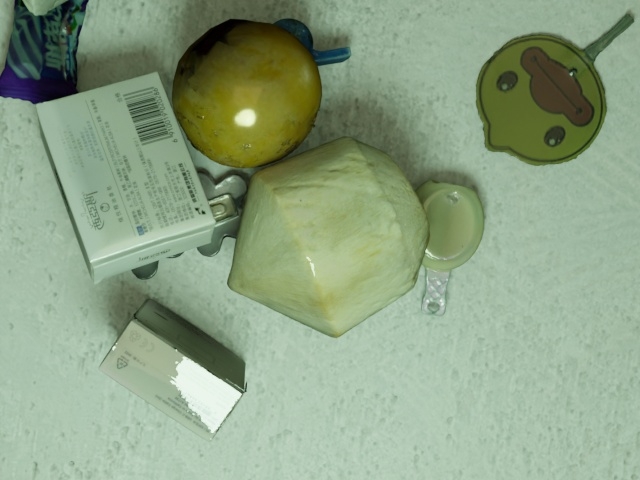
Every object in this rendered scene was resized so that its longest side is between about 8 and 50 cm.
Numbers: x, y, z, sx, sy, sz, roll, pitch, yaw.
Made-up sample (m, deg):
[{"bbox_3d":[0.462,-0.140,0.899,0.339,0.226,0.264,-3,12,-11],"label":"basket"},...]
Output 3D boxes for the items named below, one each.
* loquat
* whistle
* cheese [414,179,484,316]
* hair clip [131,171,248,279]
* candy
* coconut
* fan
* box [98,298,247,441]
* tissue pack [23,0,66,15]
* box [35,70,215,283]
[{"bbox_3d":[-0.116,-0.224,1.722,0.235,0.235,0.235,0,93,-4],"label":"loquat"},{"bbox_3d":[-0.034,-0.325,1.830,0.158,0.090,0.090,-12,94,-15],"label":"whistle"},{"bbox_3d":[0.201,0.014,1.870,0.137,0.064,0.227,7,93,-3],"label":"cheese"},{"bbox_3d":[-0.235,-0.031,1.837,0.257,0.075,0.146,-18,79,-10],"label":"hair clip"},{"bbox_3d":[-0.439,-0.343,1.809,0.145,0.070,0.275,10,96,2],"label":"candy"},{"bbox_3d":[0.000,0.000,1.743,0.328,0.329,0.329,0,93,-4],"label":"coconut"},{"bbox_3d":[0.407,-0.265,1.896,0.335,0.011,0.229,-42,95,1],"label":"fan"},{"bbox_3d":[-0.224,0.195,1.755,0.203,0.252,0.106,33,93,-5],"label":"box"},{"bbox_3d":[-0.418,-0.584,1.691,0.297,0.207,0.380,-36,90,-17],"label":"tissue pack"},{"bbox_3d":[-0.307,-0.101,1.753,0.203,0.116,0.274,-19,76,-15],"label":"box"}]
